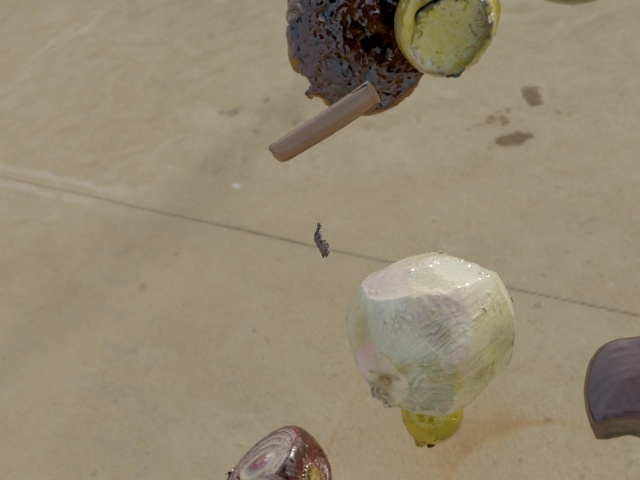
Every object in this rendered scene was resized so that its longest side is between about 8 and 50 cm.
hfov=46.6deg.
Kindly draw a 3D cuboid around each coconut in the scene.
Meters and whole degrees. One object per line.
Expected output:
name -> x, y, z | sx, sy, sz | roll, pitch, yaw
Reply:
coconut -> 0.182, 0.168, 1.332 | 0.254, 0.297, 0.297 | -21, 35, -31

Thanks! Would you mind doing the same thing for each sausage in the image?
sausage -> 0.003, -0.110, 0.705 | 0.116, 0.026, 0.026 | -30, 38, 14

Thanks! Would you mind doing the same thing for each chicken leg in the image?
chicken leg -> -0.001, 0.002, 1.692 | 0.021, 0.036, 0.083 | -3, 68, -35

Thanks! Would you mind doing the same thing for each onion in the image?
onion -> -0.068, 0.542, 1.656 | 0.216, 0.206, 0.207 | -23, 16, 37

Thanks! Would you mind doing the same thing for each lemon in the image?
lemon -> 0.309, 0.476, 2.068 | 0.173, 0.173, 0.206 | 10, 79, 32

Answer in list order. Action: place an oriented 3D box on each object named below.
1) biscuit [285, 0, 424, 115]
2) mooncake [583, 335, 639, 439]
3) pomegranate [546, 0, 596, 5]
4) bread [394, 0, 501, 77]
biscuit -> 0.066, -0.405, 1.422 | 0.289, 0.334, 0.081 | -13, 16, -15
mooncake -> 0.830, 0.394, 1.895 | 0.334, 0.174, 0.326 | -43, 42, -2
pomegranate -> 0.272, -0.323, 0.705 | 0.242, 0.306, 0.242 | -12, 63, 25
bread -> 0.228, -0.383, 1.314 | 0.197, 0.197, 0.170 | -13, 22, 10
